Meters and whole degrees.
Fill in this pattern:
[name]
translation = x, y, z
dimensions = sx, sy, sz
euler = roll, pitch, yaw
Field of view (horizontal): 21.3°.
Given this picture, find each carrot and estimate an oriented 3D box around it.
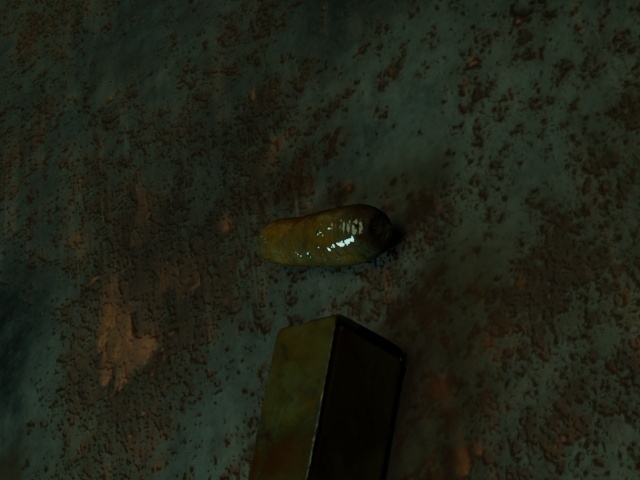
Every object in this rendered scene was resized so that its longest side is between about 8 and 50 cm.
[carrot]
translation = 0.000, 0.000, 1.698
dimensions = 0.186, 0.060, 0.060
euler = -10, 58, 50

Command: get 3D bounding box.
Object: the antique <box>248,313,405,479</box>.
[antique]
translation = -0.006, 0.227, 1.507
dimensions = 0.087, 0.093, 0.310
euler = -16, 54, 44
